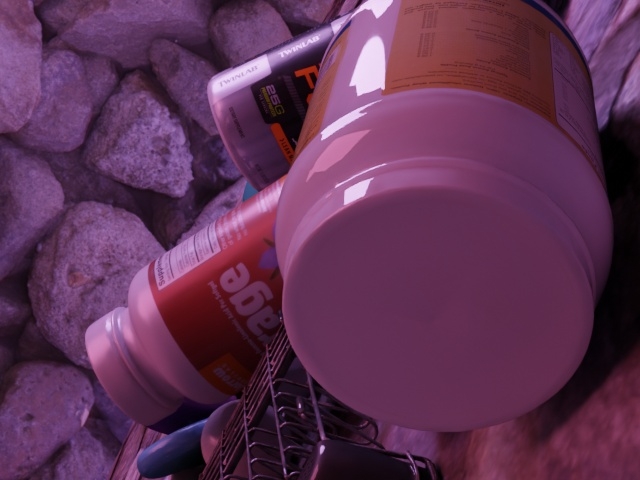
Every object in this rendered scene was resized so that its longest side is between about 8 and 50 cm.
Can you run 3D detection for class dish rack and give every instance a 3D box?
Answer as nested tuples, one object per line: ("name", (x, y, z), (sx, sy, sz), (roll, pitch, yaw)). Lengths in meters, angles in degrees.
("dish rack", (-0.029, 0.164, 0.678), (0.208, 0.074, 0.271), (-61, 13, 11))

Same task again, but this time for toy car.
("toy car", (-0.092, 0.144, 0.941), (0.159, 0.136, 0.182), (-51, 15, 54))

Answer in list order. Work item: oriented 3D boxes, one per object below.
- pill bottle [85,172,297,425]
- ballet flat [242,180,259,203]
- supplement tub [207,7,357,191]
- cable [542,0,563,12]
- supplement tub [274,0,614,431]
("pill bottle", (-0.064, 0.047, 0.840), (0.216, 0.121, 0.121), (-33, 15, 9))
("ballet flat", (-0.035, -0.008, 1.113), (0.123, 0.123, 0.348), (-157, 90, -81))
("supplement tub", (0.007, -0.129, 0.978), (0.190, 0.117, 0.117), (-25, 18, 9))
("cable", (0.113, -0.129, 0.814), (0.184, 0.047, 0.150), (-53, 14, 53))
("supplement tub", (0.058, -0.025, 0.514), (0.144, 0.144, 0.199), (-58, 10, 34))
